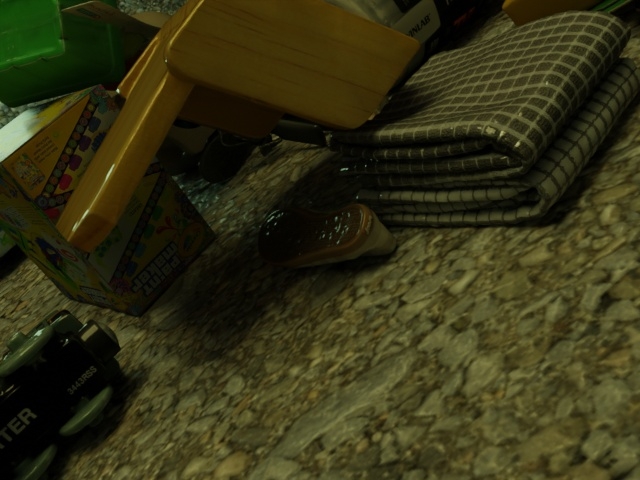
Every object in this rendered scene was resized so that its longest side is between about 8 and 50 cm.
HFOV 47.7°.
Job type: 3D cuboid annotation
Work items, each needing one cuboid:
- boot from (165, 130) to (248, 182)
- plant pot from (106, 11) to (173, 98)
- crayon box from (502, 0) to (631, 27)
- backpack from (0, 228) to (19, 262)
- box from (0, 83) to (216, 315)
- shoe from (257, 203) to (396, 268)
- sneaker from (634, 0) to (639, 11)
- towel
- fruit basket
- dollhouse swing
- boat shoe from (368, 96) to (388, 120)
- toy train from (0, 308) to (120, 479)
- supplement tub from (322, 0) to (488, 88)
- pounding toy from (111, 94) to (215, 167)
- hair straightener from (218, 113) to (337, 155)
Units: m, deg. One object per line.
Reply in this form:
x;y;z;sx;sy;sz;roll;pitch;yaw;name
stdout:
-0.224;-0.156;1.330;0.208;0.076;0.190;-9;36;38;boot
-0.335;-0.313;1.544;0.284;0.284;0.191;-41;62;-12;plant pot
0.369;-0.389;0.975;0.202;0.081;0.318;-28;24;46;crayon box
-0.740;-0.071;1.625;0.290;0.273;0.355;-13;46;25;backpack
-0.365;-0.056;1.097;0.290;0.279;0.177;4;45;50;box
0.000;0.000;0.852;0.219;0.058;0.077;-3;72;53;shoe
0.408;-0.318;0.914;0.031;0.035;0.083;-17;32;33;sneaker
0.169;-0.135;0.796;0.283;0.121;0.235;2;44;50;towel
-0.387;-0.316;1.175;0.327;0.165;0.353;-8;7;21;fruit basket
-0.114;-0.113;0.866;0.347;0.315;0.305;11;87;66;dollhouse swing
0.062;-0.191;1.076;0.063;0.059;0.170;-23;29;22;boat shoe
-0.376;0.217;0.845;0.334;0.142;0.190;-45;17;-16;toy train
0.152;-0.416;1.175;0.338;0.207;0.207;-44;28;-17;supplement tub
-0.288;-0.204;1.245;0.155;0.154;0.269;-20;31;36;pounding toy
-0.088;-0.181;1.176;0.230;0.047;0.089;12;50;28;hair straightener
